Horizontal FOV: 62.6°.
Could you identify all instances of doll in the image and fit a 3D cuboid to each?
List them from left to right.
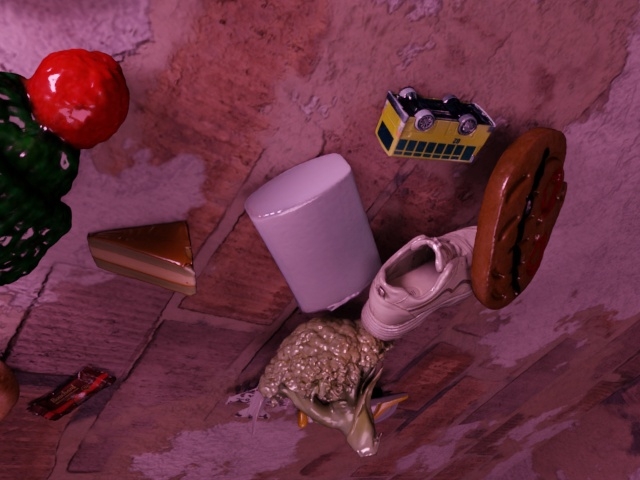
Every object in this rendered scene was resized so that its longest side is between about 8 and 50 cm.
[{"bbox_3d":[0.094,0.466,1.463,0.317,0.103,0.145,-7,138,-10],"label":"doll"}]

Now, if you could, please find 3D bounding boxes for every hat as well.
[{"bbox_3d":[-0.386,-0.120,0.628,0.332,0.242,0.274,-46,161,-10],"label":"hat"}]

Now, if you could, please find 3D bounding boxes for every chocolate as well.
[{"bbox_3d":[-0.520,0.324,1.105,0.183,0.028,0.086,-31,134,10],"label":"chocolate"}]

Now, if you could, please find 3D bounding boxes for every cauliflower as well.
[{"bbox_3d":[0.023,0.296,1.162,0.327,0.260,0.280,-12,112,-13],"label":"cauliflower"}]

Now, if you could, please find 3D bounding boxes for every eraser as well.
[{"bbox_3d":[0.000,0.000,0.962,0.189,0.104,0.290,-25,137,-2],"label":"eraser"}]

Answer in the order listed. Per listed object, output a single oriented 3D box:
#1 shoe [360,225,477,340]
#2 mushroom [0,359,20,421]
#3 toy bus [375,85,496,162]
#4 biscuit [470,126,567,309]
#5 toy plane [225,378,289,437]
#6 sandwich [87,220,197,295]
[{"bbox_3d":[0.231,0.053,1.032,0.342,0.132,0.210,-32,154,-15],"label":"shoe"},{"bbox_3d":[-0.676,0.286,0.916,0.278,0.146,0.278,-20,145,-14],"label":"mushroom"},{"bbox_3d":[0.189,-0.187,0.879,0.175,0.088,0.101,1,132,-22],"label":"toy bus"},{"bbox_3d":[0.409,-0.040,1.041,0.314,0.063,0.367,-24,126,-36],"label":"biscuit"},{"bbox_3d":[-0.143,0.370,1.291,0.160,0.082,0.234,11,112,-20],"label":"toy plane"},{"bbox_3d":[-0.292,0.039,0.865,0.164,0.113,0.079,-7,134,-17],"label":"sandwich"}]
